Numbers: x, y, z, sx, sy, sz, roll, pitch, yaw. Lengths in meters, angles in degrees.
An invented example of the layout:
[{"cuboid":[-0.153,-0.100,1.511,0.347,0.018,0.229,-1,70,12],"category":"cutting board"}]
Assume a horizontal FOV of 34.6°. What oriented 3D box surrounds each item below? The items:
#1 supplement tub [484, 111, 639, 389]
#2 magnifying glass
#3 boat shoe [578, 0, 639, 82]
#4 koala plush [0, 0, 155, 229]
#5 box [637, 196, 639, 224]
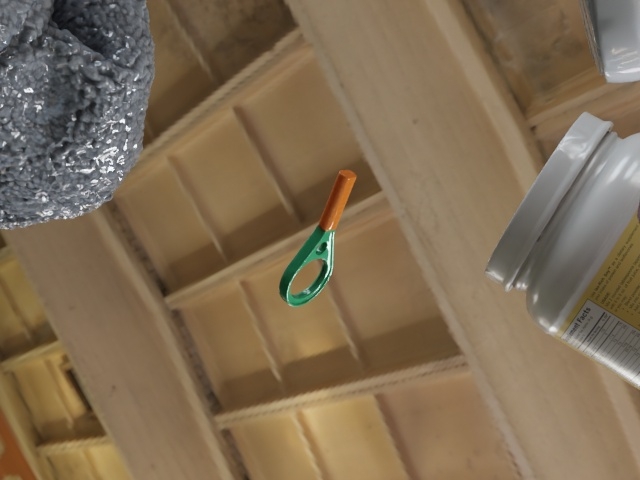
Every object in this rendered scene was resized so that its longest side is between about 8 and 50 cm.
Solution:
[{"cuboid":[0.363,0.037,1.053,0.331,0.241,0.241,33,-43,13],"category":"supplement tub"},{"cuboid":[0.000,0.000,1.510,0.026,0.092,0.231,42,-58,31],"category":"magnifying glass"},{"cuboid":[0.183,-0.243,0.577,0.094,0.109,0.302,-4,-89,13],"category":"boat shoe"},{"cuboid":[-0.201,-0.086,0.458,0.196,0.221,0.203,-42,-97,25],"category":"koala plush"},{"cuboid":[0.308,-0.099,0.707,0.128,0.122,0.256,5,-63,6],"category":"box"}]
